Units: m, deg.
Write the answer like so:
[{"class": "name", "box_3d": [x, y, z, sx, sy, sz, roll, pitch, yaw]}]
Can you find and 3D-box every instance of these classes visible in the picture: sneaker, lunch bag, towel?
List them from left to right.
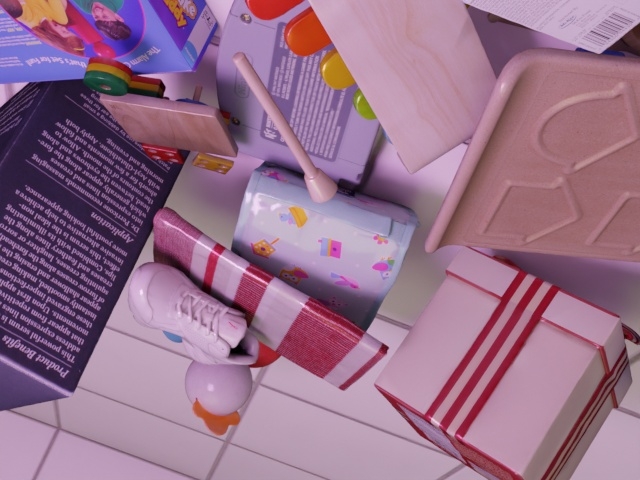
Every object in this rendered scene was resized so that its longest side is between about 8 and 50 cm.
[{"class": "sneaker", "box_3d": [-0.154, 0.098, 1.116, 0.115, 0.090, 0.232, 5, 155, 35]}, {"class": "towel", "box_3d": [-0.077, 0.085, 1.128, 0.329, 0.037, 0.237, 31, 158, 1]}, {"class": "lunch bag", "box_3d": [0.000, 0.000, 1.126, 0.224, 0.160, 0.262, 20, 155, 1]}]

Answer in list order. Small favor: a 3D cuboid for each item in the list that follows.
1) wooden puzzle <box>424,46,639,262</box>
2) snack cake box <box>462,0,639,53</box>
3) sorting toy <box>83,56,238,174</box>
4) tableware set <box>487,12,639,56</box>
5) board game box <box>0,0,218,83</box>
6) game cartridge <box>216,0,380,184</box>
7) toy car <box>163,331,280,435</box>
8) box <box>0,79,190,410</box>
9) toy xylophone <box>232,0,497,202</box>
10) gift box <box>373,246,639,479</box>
[{"class": "wooden puzzle", "box_3d": [0.302, -0.083, 0.857, 0.348, 0.080, 0.322, 1, 151, -7]}, {"class": "snack cake box", "box_3d": [0.229, -0.257, 0.583, 0.152, 0.089, 0.264, 11, 149, -30]}, {"class": "sorting toy", "box_3d": [-0.165, -0.144, 0.978, 0.132, 0.046, 0.274, 10, 167, 7]}, {"class": "tableware set", "box_3d": [0.255, -0.211, 0.761, 0.194, 0.039, 0.128, 17, 149, 5]}, {"class": "board game box", "box_3d": [-0.319, -0.285, 0.926, 0.347, 0.078, 0.233, 3, 145, 26]}, {"class": "game cartridge", "box_3d": [-0.017, -0.181, 0.950, 0.198, 0.062, 0.297, 23, 149, 3]}, {"class": "toy car", "box_3d": [-0.152, 0.218, 1.444, 0.219, 0.237, 0.210, -16, 150, 41]}, {"class": "box", "box_3d": [-0.391, 0.000, 1.110, 0.212, 0.395, 0.294, 38, 145, -28]}, {"class": "toy xylophone", "box_3d": [0.048, -0.173, 0.775, 0.236, 0.081, 0.322, -26, 133, 0]}, {"class": "gift box", "box_3d": [0.253, 0.176, 1.127, 0.255, 0.258, 0.276, 29, 167, 29]}]
